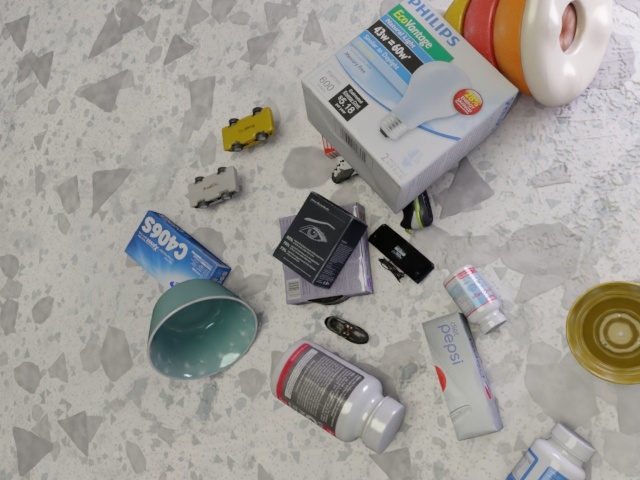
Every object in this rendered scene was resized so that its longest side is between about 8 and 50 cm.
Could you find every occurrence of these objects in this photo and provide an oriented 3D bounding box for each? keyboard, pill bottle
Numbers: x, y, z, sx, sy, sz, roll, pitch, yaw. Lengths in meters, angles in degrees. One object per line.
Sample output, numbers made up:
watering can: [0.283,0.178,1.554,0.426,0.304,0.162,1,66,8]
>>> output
keyboard: [0.203,0.045,1.554,0.100,0.038,0.192,-40,62,-12]
pill bottle: [0.375,0.144,1.412,0.087,0.087,0.160,-39,67,14]
pill bottle: [0.045,0.394,1.471,0.319,0.176,0.176,25,91,28]
pill bottle: [0.491,0.511,1.262,0.124,0.124,0.221,37,97,27]

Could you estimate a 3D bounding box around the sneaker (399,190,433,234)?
sneaker: [0.225,-0.133,1.542,0.097,0.084,0.234,-17,73,24]

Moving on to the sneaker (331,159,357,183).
sneaker: [0.128,-0.213,1.602,0.234,0.078,0.106,-41,90,31]

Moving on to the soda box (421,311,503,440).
soda box: [0.337,0.320,1.392,0.098,0.091,0.286,-22,71,21]

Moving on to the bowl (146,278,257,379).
bowl: [-0.353,0.230,1.656,0.311,0.312,0.163,-48,45,10]

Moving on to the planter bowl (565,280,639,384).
planter bowl: [0.652,0.200,1.264,0.217,0.090,0.217,-6,77,26]

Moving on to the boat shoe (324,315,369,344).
boat shoe: [0.069,0.242,1.567,0.133,0.042,0.048,24,88,26]

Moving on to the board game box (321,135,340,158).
board game box: [0.070,-0.350,1.682,0.147,0.045,0.193,-17,73,22]

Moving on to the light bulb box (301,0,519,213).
light bulb box: [0.206,-0.328,1.418,0.361,0.225,0.358,-40,79,-6]

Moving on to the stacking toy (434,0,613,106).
stacking toy: [0.427,-0.529,1.450,0.480,0.351,0.350,22,90,46]

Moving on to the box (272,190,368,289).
box: [0.000,0.000,1.537,0.153,0.108,0.207,35,95,27]

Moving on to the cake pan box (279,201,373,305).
cake pan box: [0.014,0.045,1.619,0.246,0.070,0.266,-13,74,25]

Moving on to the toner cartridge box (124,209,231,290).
toner cartridge box: [-0.455,0.061,1.837,0.348,0.075,0.165,34,96,27]

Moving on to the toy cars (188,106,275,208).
toy cars: [-0.263,-0.244,1.805,0.176,0.087,0.393,39,101,32]
